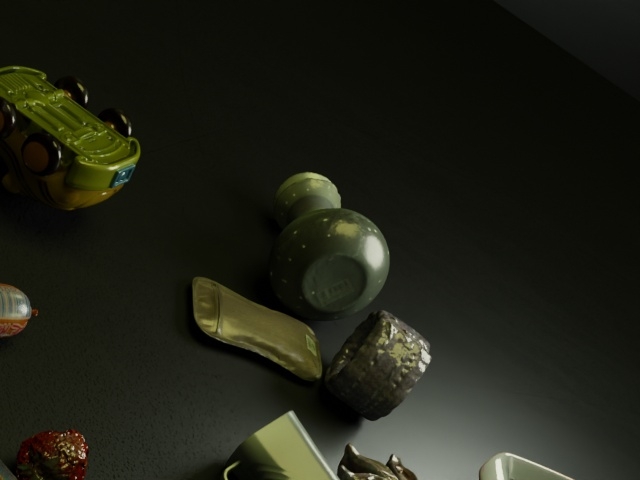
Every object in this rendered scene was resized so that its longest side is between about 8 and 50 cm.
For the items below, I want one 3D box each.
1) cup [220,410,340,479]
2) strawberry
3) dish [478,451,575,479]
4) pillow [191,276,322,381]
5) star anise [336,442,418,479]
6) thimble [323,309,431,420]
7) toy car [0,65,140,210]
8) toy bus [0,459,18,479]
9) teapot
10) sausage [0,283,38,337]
[{"bbox_3d":[-0.056,0.300,1.974,0.128,0.095,0.129,-29,73,-35],"label":"cup"},{"bbox_3d":[-0.301,0.252,1.782,0.083,0.083,0.096,49,23,14],"label":"strawberry"},{"bbox_3d":[0.321,0.405,2.288,0.234,0.064,0.154,27,33,-24],"label":"dish"},{"bbox_3d":[-0.090,0.124,2.226,0.217,0.033,0.130,24,31,-25],"label":"pillow"},{"bbox_3d":[0.111,0.375,2.053,0.236,0.109,0.223,31,5,1],"label":"star anise"},{"bbox_3d":[0.082,0.178,2.237,0.098,0.150,0.150,39,30,-8],"label":"thimble"},{"bbox_3d":[-0.376,-0.127,2.128,0.248,0.142,0.200,38,28,16],"label":"toy car"},{"bbox_3d":[-0.382,0.258,1.698,0.192,0.065,0.077,47,24,11],"label":"toy bus"},{"bbox_3d":[0.000,0.000,2.369,0.183,0.183,0.251,26,22,-23],"label":"teapot"},{"bbox_3d":[-0.437,0.082,1.858,0.234,0.071,0.071,6,45,-43],"label":"sausage"}]
